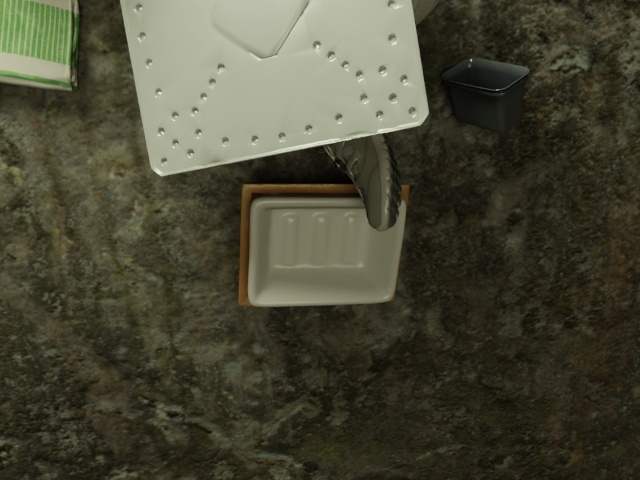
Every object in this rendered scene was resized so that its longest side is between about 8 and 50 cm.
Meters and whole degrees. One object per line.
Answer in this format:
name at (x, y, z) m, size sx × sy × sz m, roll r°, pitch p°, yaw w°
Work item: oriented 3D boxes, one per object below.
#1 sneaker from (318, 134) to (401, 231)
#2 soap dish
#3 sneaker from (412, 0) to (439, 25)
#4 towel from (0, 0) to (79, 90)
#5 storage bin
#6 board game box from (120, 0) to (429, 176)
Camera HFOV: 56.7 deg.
sneaker at (0.058, -0.143, 0.974) m, size 0.115 × 0.105 × 0.281 m, roll -16°, pitch 73°, yaw 14°
soap dish at (0.000, 0.000, 1.060) m, size 0.290 × 0.118 × 0.229 m, roll -1°, pitch 114°, yaw -12°
sneaker at (0.086, -0.345, 0.925) m, size 0.252 × 0.111 × 0.103 m, roll -31°, pitch 116°, yaw 3°
towel at (-0.463, -0.386, 0.829) m, size 0.247 × 0.038 × 0.325 m, roll 4°, pitch 113°, yaw -13°
storage bin at (0.285, -0.246, 1.008) m, size 0.098 × 0.135 × 0.091 m, roll -36°, pitch 131°, yaw -21°
board game box at (-0.076, -0.310, 0.802) m, size 0.389 × 0.050 × 0.390 m, roll -9°, pitch 93°, yaw 13°
